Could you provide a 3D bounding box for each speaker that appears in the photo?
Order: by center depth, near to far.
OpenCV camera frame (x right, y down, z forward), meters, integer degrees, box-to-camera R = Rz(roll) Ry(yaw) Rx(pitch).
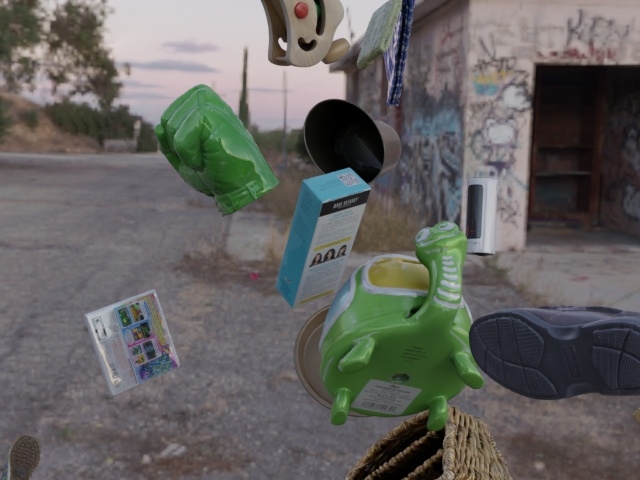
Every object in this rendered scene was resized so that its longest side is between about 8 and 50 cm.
[{"bbox_3d":[0.284,-0.041,1.437,0.055,0.136,0.055,4,-5,0],"label":"speaker"}]

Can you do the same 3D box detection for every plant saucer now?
[{"bbox_3d":[0.078,0.258,1.765,0.278,0.277,0.041,2,-35,-5],"label":"plant saucer"}]

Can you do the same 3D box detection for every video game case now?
[{"bbox_3d":[-0.346,0.187,1.502,0.143,0.157,0.019,-21,5,-37],"label":"video game case"}]

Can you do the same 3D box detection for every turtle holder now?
[{"bbox_3d":[0.112,0.125,1.241,0.244,0.320,0.227,-7,47,7],"label":"turtle holder"}]

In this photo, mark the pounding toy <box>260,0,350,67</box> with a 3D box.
[{"bbox_3d":[-0.065,-0.410,1.504,0.155,0.154,0.269,20,-26,52],"label":"pounding toy"}]

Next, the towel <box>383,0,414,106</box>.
[{"bbox_3d":[0.169,-0.505,1.860,0.040,0.243,0.336,-1,-36,-3],"label":"towel"}]

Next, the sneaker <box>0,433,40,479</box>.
[{"bbox_3d":[-0.599,0.468,1.571,0.064,0.086,0.192,36,19,-29],"label":"sneaker"}]

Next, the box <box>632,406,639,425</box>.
[{"bbox_3d":[0.575,0.256,1.184,0.021,0.201,0.164,7,39,-39],"label":"box"}]

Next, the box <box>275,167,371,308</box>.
[{"bbox_3d":[0.000,0.000,1.352,0.101,0.244,0.060,-18,51,-34],"label":"box"}]

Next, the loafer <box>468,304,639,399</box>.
[{"bbox_3d":[0.300,0.125,0.940,0.095,0.109,0.303,-11,2,-29],"label":"loafer"}]

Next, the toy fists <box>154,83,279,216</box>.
[{"bbox_3d":[-0.134,-0.106,0.979,0.096,0.142,0.279,-32,8,-5],"label":"toy fists"}]

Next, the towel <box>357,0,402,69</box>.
[{"bbox_3d":[0.122,-0.424,1.649,0.027,0.148,0.110,25,-22,-20],"label":"towel"}]

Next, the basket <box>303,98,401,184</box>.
[{"bbox_3d":[0.086,-0.207,1.774,0.154,0.204,0.227,-43,-11,17],"label":"basket"}]

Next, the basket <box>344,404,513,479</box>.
[{"bbox_3d":[0.154,0.424,1.463,0.223,0.213,0.299,25,-57,-40],"label":"basket"}]
